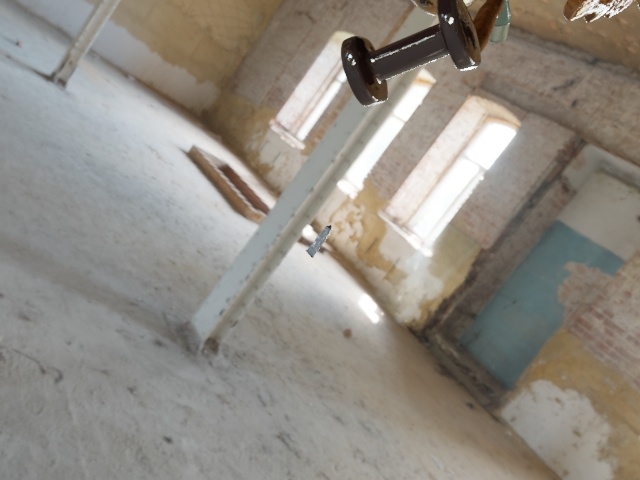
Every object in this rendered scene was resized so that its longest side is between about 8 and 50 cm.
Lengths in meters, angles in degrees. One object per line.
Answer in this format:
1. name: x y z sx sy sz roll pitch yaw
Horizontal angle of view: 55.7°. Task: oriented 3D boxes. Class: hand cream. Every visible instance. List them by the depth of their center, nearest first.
1. hand cream: 0.000 0.000 1.515 0.030 0.093 0.019 42 10 30

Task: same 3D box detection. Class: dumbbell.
1. dumbbell: 0.157 -0.328 1.058 0.140 0.225 0.124 -31 103 -61

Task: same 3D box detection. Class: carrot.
1. carrot: 0.362 -0.485 1.339 0.059 0.248 0.059 24 -27 13

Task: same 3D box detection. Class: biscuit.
1. biscuit: 0.677 -0.580 1.329 0.306 0.284 0.043 -3 50 -51

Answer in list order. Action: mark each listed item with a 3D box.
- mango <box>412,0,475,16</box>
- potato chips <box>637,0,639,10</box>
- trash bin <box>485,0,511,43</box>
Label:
1. mango: 0.259 -0.550 1.183 0.160 0.290 0.191 12 -42 27
2. potato chips: 0.501 -0.283 0.798 0.204 0.037 0.026 47 -30 40
3. trash bin: 0.495 -0.631 1.699 0.130 0.059 0.116 15 66 -78
